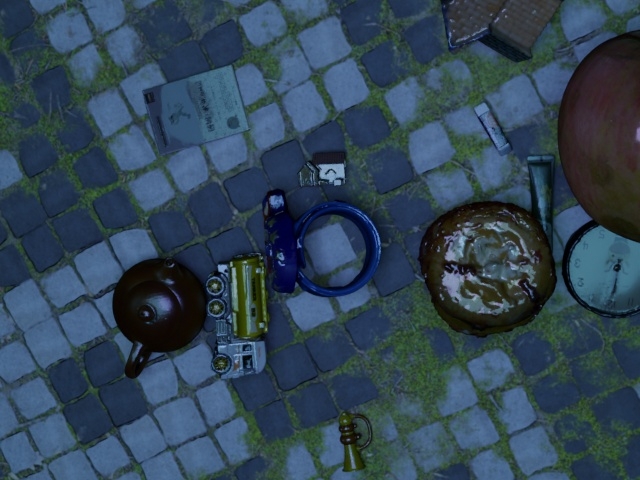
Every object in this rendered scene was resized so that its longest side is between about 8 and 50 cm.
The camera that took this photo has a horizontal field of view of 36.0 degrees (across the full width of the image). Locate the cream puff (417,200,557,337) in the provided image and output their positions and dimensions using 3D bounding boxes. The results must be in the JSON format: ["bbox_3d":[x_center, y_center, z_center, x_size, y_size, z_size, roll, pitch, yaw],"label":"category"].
[{"bbox_3d":[0.287,0.048,1.698,0.240,0.164,0.240,0,86,2],"label":"cream puff"}]

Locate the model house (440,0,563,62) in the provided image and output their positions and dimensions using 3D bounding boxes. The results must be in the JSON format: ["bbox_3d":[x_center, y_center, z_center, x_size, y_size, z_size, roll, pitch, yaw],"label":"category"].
[{"bbox_3d":[0.285,-0.387,1.653,0.182,0.166,0.172,24,116,-10],"label":"model house"}]

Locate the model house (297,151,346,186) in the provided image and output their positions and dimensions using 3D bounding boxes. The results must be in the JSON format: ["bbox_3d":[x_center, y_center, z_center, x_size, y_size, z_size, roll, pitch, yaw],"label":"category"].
[{"bbox_3d":[0.003,-0.128,1.769,0.083,0.057,0.058,-1,102,11],"label":"model house"}]

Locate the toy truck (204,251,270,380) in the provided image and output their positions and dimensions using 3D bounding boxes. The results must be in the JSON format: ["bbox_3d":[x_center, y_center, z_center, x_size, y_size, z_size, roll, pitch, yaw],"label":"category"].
[{"bbox_3d":[-0.149,0.138,1.805,0.114,0.098,0.227,-4,96,-3],"label":"toy truck"}]

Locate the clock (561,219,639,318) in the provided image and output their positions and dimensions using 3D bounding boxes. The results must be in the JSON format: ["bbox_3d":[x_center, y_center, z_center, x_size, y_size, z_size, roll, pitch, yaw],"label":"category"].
[{"bbox_3d":[0.517,0.047,1.721,0.184,0.040,0.185,1,97,8],"label":"clock"}]

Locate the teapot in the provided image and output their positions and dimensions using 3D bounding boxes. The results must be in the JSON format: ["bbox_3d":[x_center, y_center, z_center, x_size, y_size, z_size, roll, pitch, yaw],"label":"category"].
[{"bbox_3d":[-0.311,0.142,1.813,0.178,0.135,0.252,24,99,9],"label":"teapot"}]

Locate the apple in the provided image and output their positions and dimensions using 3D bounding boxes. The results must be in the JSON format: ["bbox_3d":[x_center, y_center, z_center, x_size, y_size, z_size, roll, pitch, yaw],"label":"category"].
[{"bbox_3d":[0.556,-0.162,1.537,0.363,0.364,0.364,1,98,8],"label":"apple"}]

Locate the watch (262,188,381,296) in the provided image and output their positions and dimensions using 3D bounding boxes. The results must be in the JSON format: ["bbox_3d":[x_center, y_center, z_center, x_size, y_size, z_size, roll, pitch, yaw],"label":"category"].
[{"bbox_3d":[0.001,0.008,1.745,0.200,0.171,0.196,-2,96,-6],"label":"watch"}]

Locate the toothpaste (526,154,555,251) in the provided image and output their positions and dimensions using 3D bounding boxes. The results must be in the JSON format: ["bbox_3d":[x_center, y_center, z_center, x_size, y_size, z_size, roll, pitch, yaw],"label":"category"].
[{"bbox_3d":[0.391,-0.048,1.734,0.049,0.031,0.204,-2,95,8],"label":"toothpaste"}]

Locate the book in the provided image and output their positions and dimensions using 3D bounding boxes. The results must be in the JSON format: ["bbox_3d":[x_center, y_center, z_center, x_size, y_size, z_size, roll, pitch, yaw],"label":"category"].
[{"bbox_3d":[-0.229,-0.239,1.810,0.181,0.014,0.127,-14,95,10],"label":"book"}]

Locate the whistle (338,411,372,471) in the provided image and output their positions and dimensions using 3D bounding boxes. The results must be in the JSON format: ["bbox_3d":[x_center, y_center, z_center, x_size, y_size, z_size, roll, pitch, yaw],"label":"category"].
[{"bbox_3d":[0.064,0.373,1.834,0.057,0.046,0.109,-5,91,24],"label":"whistle"}]

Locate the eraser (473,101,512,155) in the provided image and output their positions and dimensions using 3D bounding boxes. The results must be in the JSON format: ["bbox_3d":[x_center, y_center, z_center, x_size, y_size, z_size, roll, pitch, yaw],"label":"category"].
[{"bbox_3d":[0.304,-0.196,1.733,0.027,0.019,0.099,-30,91,11],"label":"eraser"}]
